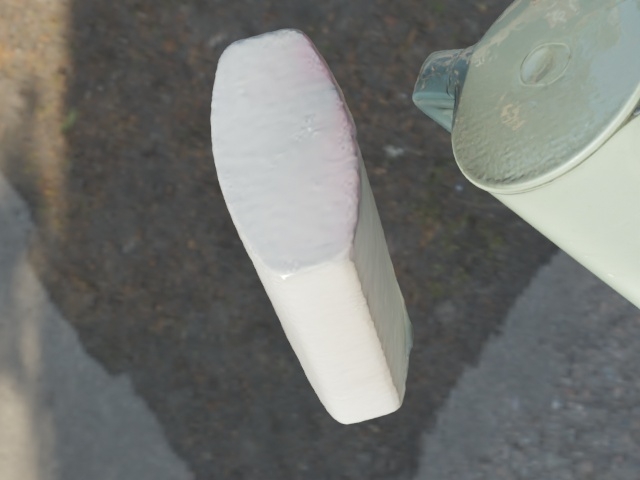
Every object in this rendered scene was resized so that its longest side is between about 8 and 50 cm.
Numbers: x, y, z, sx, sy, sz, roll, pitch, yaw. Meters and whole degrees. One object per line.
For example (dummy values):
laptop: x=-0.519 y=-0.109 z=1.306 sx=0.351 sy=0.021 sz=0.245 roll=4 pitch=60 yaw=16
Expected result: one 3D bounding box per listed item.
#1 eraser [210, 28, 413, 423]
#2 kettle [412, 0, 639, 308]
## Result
eraser: x=0.000 y=0.000 z=1.068 sx=0.094 sy=0.270 sz=0.174 roll=-15 pitch=63 yaw=2
kettle: x=0.259 y=-0.062 z=1.198 sx=0.205 sy=0.318 sz=0.265 roll=-49 pitch=34 yaw=15
